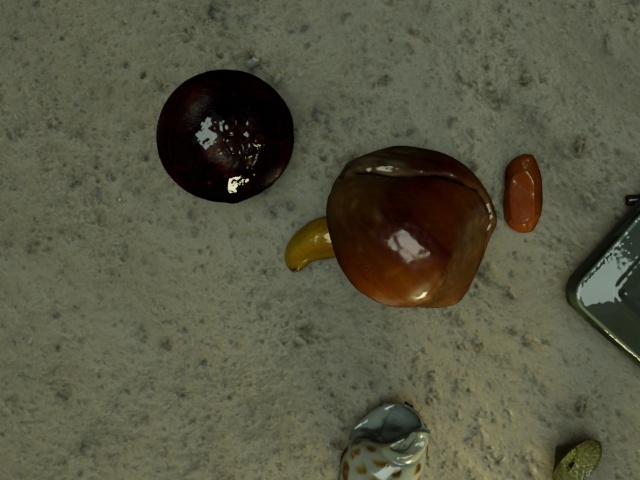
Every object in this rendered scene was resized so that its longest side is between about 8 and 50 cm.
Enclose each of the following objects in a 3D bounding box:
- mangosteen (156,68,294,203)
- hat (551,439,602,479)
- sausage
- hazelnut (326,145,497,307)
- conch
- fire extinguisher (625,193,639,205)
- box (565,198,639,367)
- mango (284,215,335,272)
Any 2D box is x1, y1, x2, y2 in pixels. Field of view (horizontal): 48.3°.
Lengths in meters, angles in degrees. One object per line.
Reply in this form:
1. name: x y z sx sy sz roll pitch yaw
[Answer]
1. mangosteen: -0.211 -0.220 1.546 0.297 0.293 0.297 9 74 -32
2. hat: 0.551 0.483 1.596 0.146 0.067 0.146 -14 122 -23
3. sausage: 0.444 -0.100 1.570 0.089 0.089 0.179 -4 101 6
4. hazelnut: 0.178 -0.027 1.484 0.372 0.372 0.315 40 133 3
5. conch: 0.134 0.489 1.594 0.275 0.183 0.149 -25 130 16
6. fire extinguisher: 0.725 -0.080 1.568 0.100 0.032 0.046 -3 81 12
7. box: 0.785 0.096 1.513 0.396 0.111 0.396 40 93 -3
8. mango: 0.000 0.000 1.624 0.190 0.075 0.098 -27 81 12
